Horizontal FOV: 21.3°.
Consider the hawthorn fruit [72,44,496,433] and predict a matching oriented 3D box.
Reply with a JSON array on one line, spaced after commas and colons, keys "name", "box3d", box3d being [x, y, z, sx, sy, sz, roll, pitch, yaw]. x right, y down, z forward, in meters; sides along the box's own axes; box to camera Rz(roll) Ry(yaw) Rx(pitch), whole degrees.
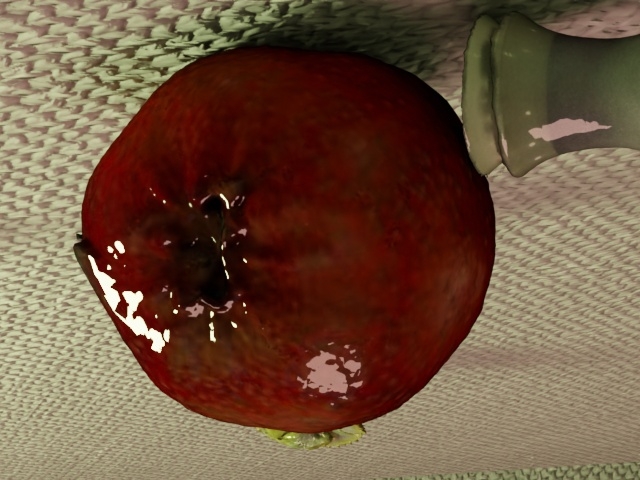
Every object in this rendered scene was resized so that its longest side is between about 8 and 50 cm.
[{"name": "hawthorn fruit", "box3d": [0.000, 0.000, 1.151, 0.265, 0.265, 0.307, -13, 172, 26]}]

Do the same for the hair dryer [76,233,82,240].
[{"name": "hair dryer", "box3d": [-0.174, -0.002, 1.503, 0.083, 0.031, 0.079, 5, 153, -11]}]

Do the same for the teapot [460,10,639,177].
[{"name": "teapot", "box3d": [0.220, -0.094, 1.052, 0.251, 0.183, 0.183, 2, 169, 21]}]

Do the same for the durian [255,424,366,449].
[{"name": "durian", "box3d": [-0.029, 0.195, 2.194, 0.146, 0.102, 0.208, -11, 142, 10]}]
